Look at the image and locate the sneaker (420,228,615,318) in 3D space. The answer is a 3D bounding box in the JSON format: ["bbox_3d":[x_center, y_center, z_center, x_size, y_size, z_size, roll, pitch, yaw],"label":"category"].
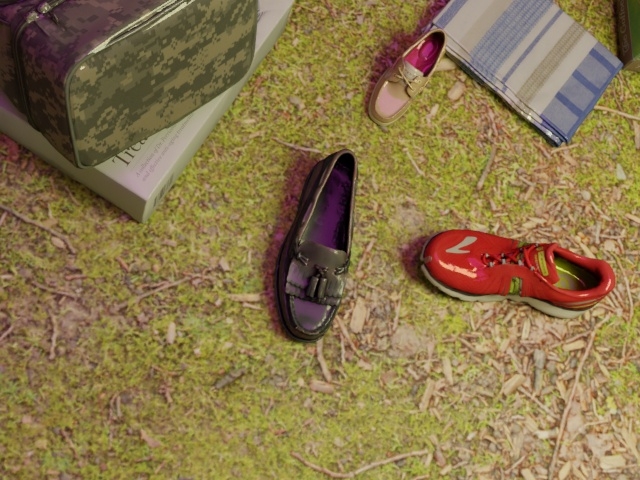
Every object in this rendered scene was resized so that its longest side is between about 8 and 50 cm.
[{"bbox_3d":[0.278,0.030,1.347,0.279,0.118,0.107,10,69,-12],"label":"sneaker"}]

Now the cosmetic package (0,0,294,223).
[{"bbox_3d":[-0.251,-0.254,1.313,0.284,0.097,0.377,32,66,0],"label":"cosmetic package"}]

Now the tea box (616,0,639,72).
[{"bbox_3d":[0.632,-0.459,1.503,0.219,0.323,0.329,7,69,-14],"label":"tea box"}]

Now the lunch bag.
[{"bbox_3d":[-0.262,-0.270,1.160,0.305,0.213,0.256,-38,67,-24],"label":"lunch bag"}]

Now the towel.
[{"bbox_3d":[0.317,-0.298,1.518,0.285,0.034,0.209,39,66,0],"label":"towel"}]

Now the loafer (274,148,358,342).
[{"bbox_3d":[0.000,0.000,1.298,0.096,0.084,0.268,14,68,-11],"label":"loafer"}]

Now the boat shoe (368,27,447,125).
[{"bbox_3d":[0.129,-0.245,1.423,0.063,0.059,0.170,34,78,-2],"label":"boat shoe"}]
